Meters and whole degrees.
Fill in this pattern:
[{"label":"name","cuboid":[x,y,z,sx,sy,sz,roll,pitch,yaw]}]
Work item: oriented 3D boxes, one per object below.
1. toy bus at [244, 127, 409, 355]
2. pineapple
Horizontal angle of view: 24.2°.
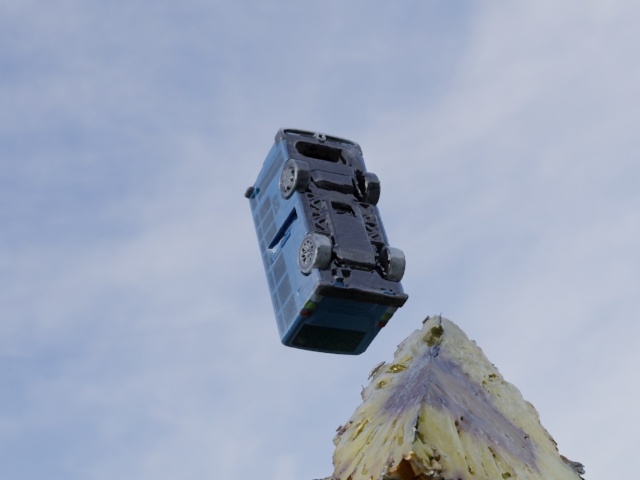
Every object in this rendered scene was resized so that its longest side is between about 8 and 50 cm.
[{"label":"toy bus","cuboid":[0.000,0.000,1.619,0.116,0.234,0.133,9,-46,-26]},{"label":"pineapple","cuboid":[0.156,0.287,1.659,0.209,0.286,0.344,-45,10,23]}]
